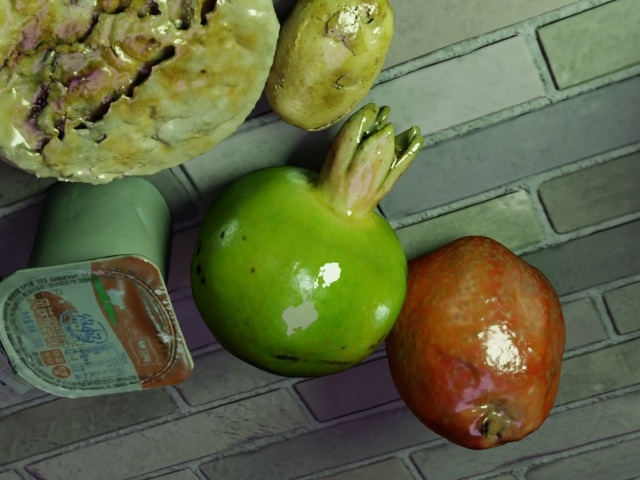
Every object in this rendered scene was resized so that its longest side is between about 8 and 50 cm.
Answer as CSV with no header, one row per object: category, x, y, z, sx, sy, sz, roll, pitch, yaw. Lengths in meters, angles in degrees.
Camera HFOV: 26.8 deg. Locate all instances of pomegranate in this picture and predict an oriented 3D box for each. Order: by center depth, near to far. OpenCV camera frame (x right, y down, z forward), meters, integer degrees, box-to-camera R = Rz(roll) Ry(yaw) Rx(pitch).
pomegranate,0.000,0.000,1.390,0.236,0.236,0.302,24,117,-23

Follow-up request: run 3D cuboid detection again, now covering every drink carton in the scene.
drink carton,-0.238,0.033,1.417,0.191,0.190,0.185,-10,134,8

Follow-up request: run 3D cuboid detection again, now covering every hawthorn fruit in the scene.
hawthorn fruit,0.170,0.130,1.479,0.210,0.262,0.210,1,136,1

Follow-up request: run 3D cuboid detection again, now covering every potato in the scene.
potato,0.008,-0.180,1.299,0.107,0.080,0.170,29,129,-11

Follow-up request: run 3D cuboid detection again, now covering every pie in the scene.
pie,-0.196,-0.196,1.246,0.339,0.077,0.339,-5,126,-7

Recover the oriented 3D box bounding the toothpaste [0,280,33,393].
toothpaste,-0.430,0.054,1.518,0.081,0.067,0.336,-31,128,21
